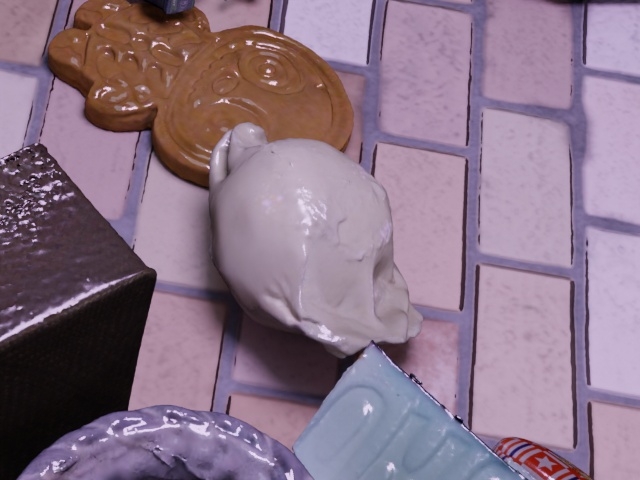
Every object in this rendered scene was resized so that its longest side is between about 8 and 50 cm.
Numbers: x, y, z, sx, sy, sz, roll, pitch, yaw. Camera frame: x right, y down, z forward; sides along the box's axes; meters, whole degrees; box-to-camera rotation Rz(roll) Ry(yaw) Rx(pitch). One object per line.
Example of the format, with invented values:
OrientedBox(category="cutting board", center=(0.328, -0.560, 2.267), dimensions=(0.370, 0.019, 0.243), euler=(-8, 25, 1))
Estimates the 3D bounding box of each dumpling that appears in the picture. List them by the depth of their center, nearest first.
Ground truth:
OrientedBox(category="dumpling", center=(0.000, 0.000, 1.646), dimensions=(0.193, 0.147, 0.258), euler=(12, 37, -45))

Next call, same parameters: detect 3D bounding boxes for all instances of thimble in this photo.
OrientedBox(category="thimble", center=(-0.114, 0.243, 1.379), dimensions=(0.236, 0.172, 0.205), euler=(-17, 52, -28))

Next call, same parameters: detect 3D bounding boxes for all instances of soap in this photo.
OrientedBox(category="soap", center=(0.076, 0.193, 1.482), dimensions=(0.230, 0.091, 0.145), euler=(37, 81, 19))

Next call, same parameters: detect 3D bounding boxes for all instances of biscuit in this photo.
OrientedBox(category="biscuit", center=(-0.108, -0.143, 1.804), dimensions=(0.288, 0.044, 0.202), euler=(29, 50, 11))

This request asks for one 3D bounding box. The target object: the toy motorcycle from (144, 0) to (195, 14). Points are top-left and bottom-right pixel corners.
OrientedBox(category="toy motorcycle", center=(-0.117, -0.260, 1.878), dimensions=(0.100, 0.058, 0.173), euler=(29, 30, 29))

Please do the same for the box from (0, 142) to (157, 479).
OrientedBox(category="box", center=(-0.243, 0.089, 1.415), dimensions=(0.184, 0.273, 0.143), euler=(-28, 64, -30))

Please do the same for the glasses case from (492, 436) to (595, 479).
OrientedBox(category="glasses case", center=(0.212, 0.217, 1.531), dimensions=(0.194, 0.073, 0.049), euler=(39, 94, 20))
